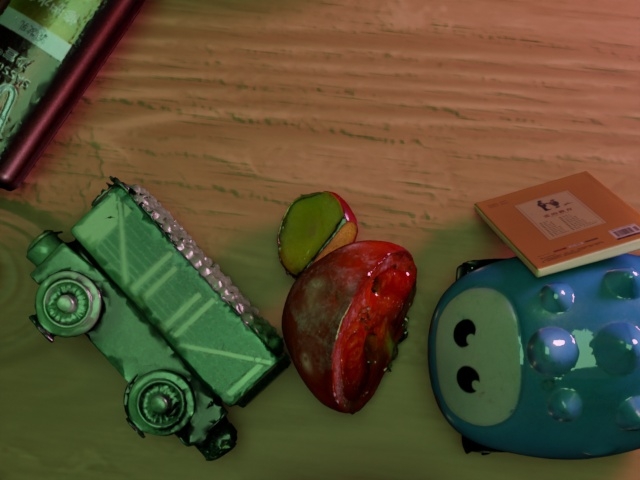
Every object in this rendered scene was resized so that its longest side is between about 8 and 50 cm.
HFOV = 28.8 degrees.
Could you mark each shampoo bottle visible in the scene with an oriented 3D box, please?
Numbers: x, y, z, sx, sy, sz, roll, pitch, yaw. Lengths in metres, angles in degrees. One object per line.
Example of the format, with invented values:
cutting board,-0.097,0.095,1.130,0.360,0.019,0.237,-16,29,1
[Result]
shampoo bottle,-0.296,-0.152,1.205,0.129,0.084,0.323,33,84,10

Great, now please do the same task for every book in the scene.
book,0.219,-0.017,1.123,0.118,0.172,0.012,-15,113,-6

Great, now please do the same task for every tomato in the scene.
tomato,0.018,0.069,1.140,0.091,0.139,0.159,22,78,28

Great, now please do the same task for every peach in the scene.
peach,0.000,0.000,1.184,0.077,0.050,0.083,-6,70,25

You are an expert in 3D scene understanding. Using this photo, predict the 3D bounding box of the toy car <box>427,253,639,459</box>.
toy car,0.222,0.098,1.092,0.255,0.190,0.188,-1,82,4

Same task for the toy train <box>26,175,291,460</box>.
toy train,-0.153,0.074,1.148,0.154,0.115,0.269,-43,81,1
